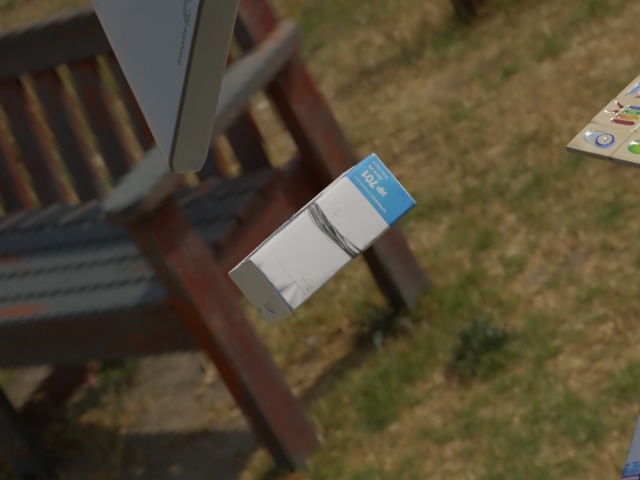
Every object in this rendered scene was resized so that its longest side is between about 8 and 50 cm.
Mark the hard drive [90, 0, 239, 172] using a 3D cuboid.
[{"bbox_3d":[-0.184,-0.273,1.881,0.047,0.233,0.353,-5,42,-24],"label":"hard drive"}]

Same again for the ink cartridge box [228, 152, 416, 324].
[{"bbox_3d":[0.000,0.000,1.919,0.190,0.082,0.139,-40,3,-16],"label":"ink cartridge box"}]

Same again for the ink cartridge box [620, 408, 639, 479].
[{"bbox_3d":[0.285,0.200,1.365,0.078,0.134,0.231,14,79,19],"label":"ink cartridge box"}]

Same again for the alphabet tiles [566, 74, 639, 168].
[{"bbox_3d":[0.337,-0.110,1.338,0.198,0.009,0.237,16,42,35],"label":"alphabet tiles"}]
